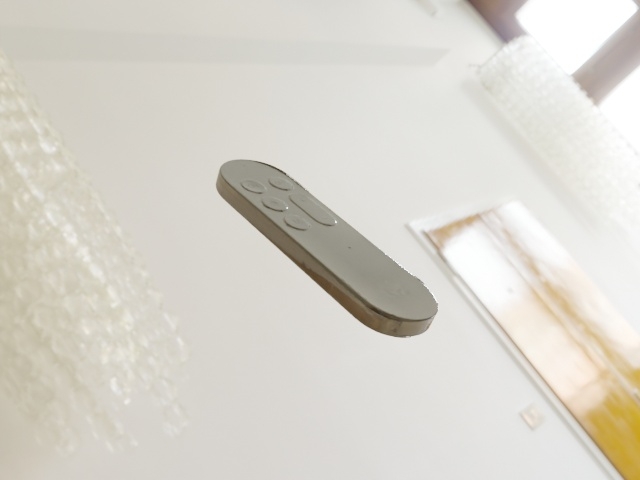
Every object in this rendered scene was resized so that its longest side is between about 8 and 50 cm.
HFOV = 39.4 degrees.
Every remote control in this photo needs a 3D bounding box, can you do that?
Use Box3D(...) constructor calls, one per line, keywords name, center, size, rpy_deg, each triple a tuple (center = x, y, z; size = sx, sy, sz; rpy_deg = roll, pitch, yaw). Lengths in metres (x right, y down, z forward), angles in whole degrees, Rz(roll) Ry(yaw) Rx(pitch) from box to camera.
Box3D(name="remote control", center=(0.000, 0.000, 0.748), size=(0.077, 0.245, 0.022), rpy_deg=(-12, -49, -44))
